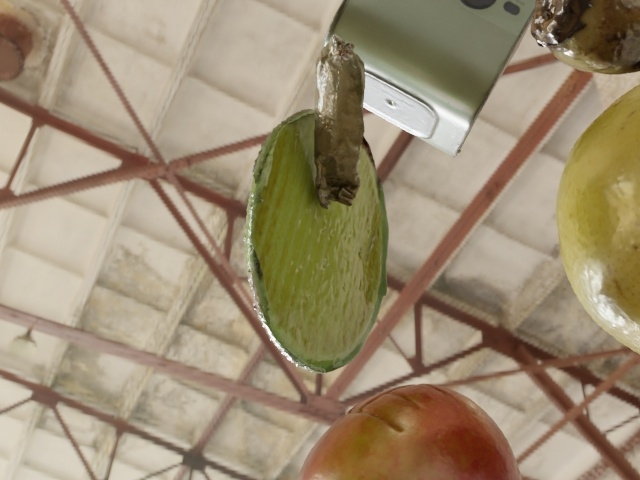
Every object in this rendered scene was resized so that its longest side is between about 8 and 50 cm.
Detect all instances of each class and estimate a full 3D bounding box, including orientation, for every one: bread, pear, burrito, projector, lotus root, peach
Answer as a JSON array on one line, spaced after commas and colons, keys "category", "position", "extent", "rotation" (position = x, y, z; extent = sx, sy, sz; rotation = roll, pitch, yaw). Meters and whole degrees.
[{"category": "bread", "position": [-0.003, 0.001, 1.050], "extent": [0.045, 0.301, 0.301], "rotation": [-1, -44, 30]}, {"category": "pear", "position": [0.427, -0.022, 1.007], "extent": [0.348, 0.348, 0.348], "rotation": [2, -47, 2]}, {"category": "burrito", "position": [0.020, -0.121, 0.983], "extent": [0.058, 0.045, 0.188], "rotation": [7, -68, 17]}, {"category": "projector", "position": [0.166, -0.306, 1.425], "extent": [0.249, 0.248, 0.248], "rotation": [29, -11, 5]}, {"category": "lotus root", "position": [0.239, -0.190, 0.720], "extent": [0.097, 0.258, 0.110], "rotation": [-1, -72, 32]}, {"category": "peach", "position": [0.120, 0.303, 1.083], "extent": [0.275, 0.245, 0.248], "rotation": [-32, -36, -27]}]
